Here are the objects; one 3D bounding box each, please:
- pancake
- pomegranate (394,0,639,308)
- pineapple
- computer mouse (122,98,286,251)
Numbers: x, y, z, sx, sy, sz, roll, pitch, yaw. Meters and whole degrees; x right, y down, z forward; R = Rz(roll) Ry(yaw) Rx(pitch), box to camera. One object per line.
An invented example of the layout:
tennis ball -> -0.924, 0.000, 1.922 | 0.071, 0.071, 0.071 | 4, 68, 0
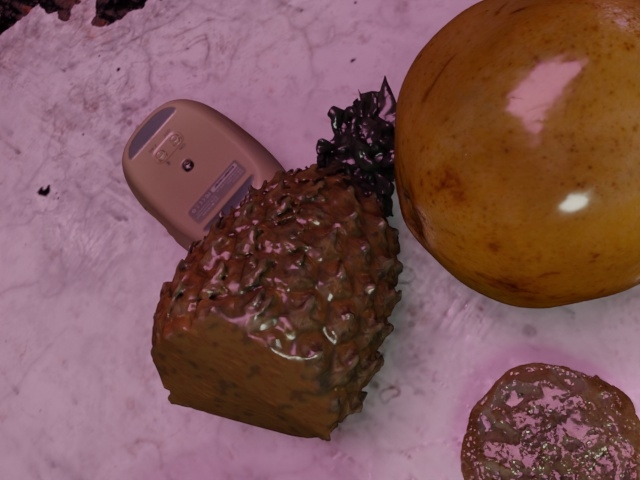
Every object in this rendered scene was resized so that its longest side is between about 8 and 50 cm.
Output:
pancake -> 0.189, 0.173, 0.560 | 0.152, 0.025, 0.151 | -11, 63, 22
pomegranate -> 0.183, -0.078, 0.538 | 0.264, 0.264, 0.264 | -10, 64, 22
pineapple -> 0.000, 0.000, 0.652 | 0.202, 0.202, 0.362 | 9, 53, 29
computer mouse -> -0.130, -0.067, 0.786 | 0.236, 0.082, 0.145 | 38, 87, 31
